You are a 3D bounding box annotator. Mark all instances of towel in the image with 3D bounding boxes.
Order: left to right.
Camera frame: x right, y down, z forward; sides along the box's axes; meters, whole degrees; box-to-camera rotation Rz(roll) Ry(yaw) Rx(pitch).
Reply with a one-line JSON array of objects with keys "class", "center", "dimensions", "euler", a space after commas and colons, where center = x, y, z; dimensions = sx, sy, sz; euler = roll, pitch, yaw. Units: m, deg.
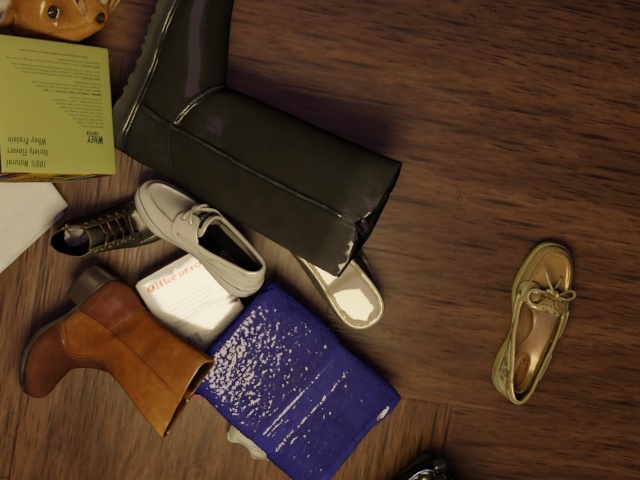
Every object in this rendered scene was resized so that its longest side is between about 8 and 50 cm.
[{"class": "towel", "center": [-0.047, 0.241, 1.633], "dimensions": [0.308, 0.076, 0.227], "euler": [44, 85, -13]}]

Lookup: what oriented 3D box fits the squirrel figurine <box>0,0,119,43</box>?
[{"class": "squirrel figurine", "center": [-0.451, -0.496, 1.505], "dimensions": [0.397, 0.281, 0.370], "euler": [14, 107, 8]}]

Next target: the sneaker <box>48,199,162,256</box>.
[{"class": "sneaker", "center": [-0.328, -0.016, 1.618], "dimensions": [0.222, 0.118, 0.083], "euler": [-16, 98, -2]}]

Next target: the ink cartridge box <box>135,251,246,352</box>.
[{"class": "ink cartridge box", "center": [-0.203, 0.117, 1.663], "dimensions": [0.140, 0.082, 0.190], "euler": [-29, 98, -2]}]

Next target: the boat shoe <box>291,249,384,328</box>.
[{"class": "boat shoe", "center": [0.000, 0.000, 1.671], "dimensions": [0.112, 0.095, 0.335], "euler": [-30, 94, 2]}]

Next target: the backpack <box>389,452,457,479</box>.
[{"class": "backpack", "center": [0.181, 0.526, 1.687], "dimensions": [0.276, 0.213, 0.263], "euler": [-41, 91, 8]}]

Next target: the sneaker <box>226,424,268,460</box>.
[{"class": "sneaker", "center": [-0.077, 0.356, 1.723], "dimensions": [0.191, 0.071, 0.083], "euler": [29, 114, -8]}]

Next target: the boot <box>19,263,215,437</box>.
[{"class": "boot", "center": [-0.333, 0.218, 1.601], "dimensions": [0.280, 0.096, 0.264], "euler": [39, 93, 21]}]

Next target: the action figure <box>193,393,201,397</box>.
[{"class": "action figure", "center": [-0.227, 0.252, 1.709], "dimensions": [0.115, 0.030, 0.038], "euler": [13, 91, -8]}]

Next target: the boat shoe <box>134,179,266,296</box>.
[{"class": "boat shoe", "center": [-0.186, -0.020, 1.580], "dimensions": [0.258, 0.084, 0.095], "euler": [37, 56, 5]}]

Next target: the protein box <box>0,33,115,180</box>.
[{"class": "protein box", "center": [-0.440, -0.194, 1.516], "dimensions": [0.200, 0.136, 0.201], "euler": [-3, 88, -47]}]

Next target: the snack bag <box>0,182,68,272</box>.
[{"class": "snack bag", "center": [-0.576, -0.065, 1.487], "dimensions": [0.342, 0.037, 0.323], "euler": [-51, 125, -36]}]

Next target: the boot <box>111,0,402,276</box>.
[{"class": "boot", "center": [-0.073, -0.195, 1.535], "dimensions": [0.445, 0.146, 0.366], "euler": [31, 107, 14]}]

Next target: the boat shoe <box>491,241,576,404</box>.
[{"class": "boat shoe", "center": [0.378, 0.144, 1.709], "dimensions": [0.105, 0.089, 0.285], "euler": [13, 96, -6]}]
